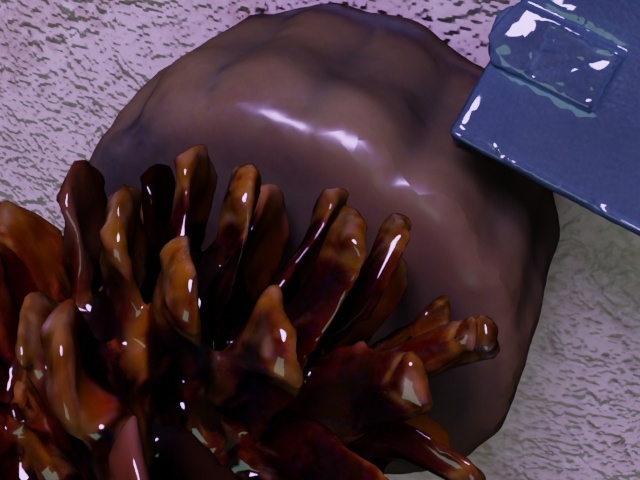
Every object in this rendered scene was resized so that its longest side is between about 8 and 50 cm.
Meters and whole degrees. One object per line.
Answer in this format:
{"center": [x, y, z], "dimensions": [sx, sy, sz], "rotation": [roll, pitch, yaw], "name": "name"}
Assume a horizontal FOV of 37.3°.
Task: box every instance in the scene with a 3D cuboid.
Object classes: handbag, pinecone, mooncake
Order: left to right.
{"center": [-0.051, 0.075, 0.410], "dimensions": [0.264, 0.264, 0.264], "rotation": [13, 129, 16], "name": "pinecone"}
{"center": [0.000, 0.000, 0.595], "dimensions": [0.290, 0.161, 0.290], "rotation": [14, 131, 17], "name": "mooncake"}
{"center": [0.173, -0.114, 0.429], "dimensions": [0.179, 0.062, 0.229], "rotation": [29, 102, 3], "name": "handbag"}
